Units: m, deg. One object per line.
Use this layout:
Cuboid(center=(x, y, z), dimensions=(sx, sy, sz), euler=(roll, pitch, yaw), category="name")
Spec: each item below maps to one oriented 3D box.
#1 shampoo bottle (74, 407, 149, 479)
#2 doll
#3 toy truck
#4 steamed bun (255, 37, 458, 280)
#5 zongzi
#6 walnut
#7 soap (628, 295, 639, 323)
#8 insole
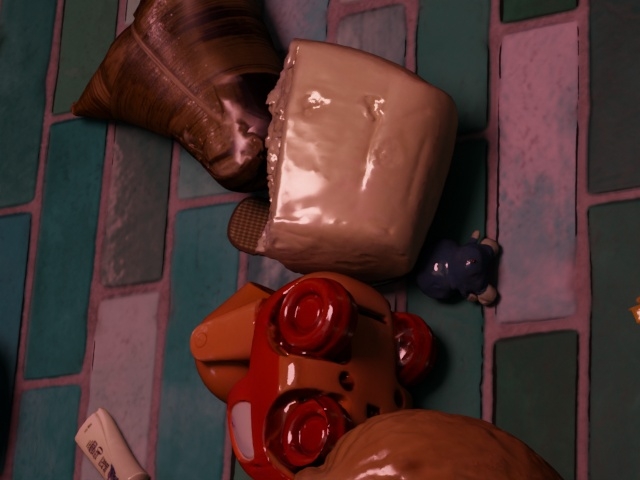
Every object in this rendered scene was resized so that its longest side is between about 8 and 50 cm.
Cuboid(center=(-0.216, 0.246, 1.941), dimensions=(0.049, 0.034, 0.141), euler=(-44, 56, 4), category="shampoo bottle")
Cuboid(center=(0.135, 0.024, 1.799), dimensions=(0.083, 0.050, 0.076), euler=(-4, 66, 33), category="doll")
Cuboid(center=(-0.021, 0.156, 1.768), dimensions=(0.239, 0.189, 0.265), euler=(-18, 62, 36), category="toy truck")
Cuboid(center=(0.026, -0.066, 1.824), dimensions=(0.200, 0.170, 0.226), euler=(17, 77, 6), category="steamed bun")
Cuboid(center=(-0.160, -0.135, 2.007), dimensions=(0.288, 0.134, 0.286), euler=(-38, 60, 30), category="zongzi")
Cuboid(center=(0.093, 0.302, 1.546), dimensions=(0.332, 0.333, 0.333), euler=(-12, 66, 28), category="walnut")
Cuboid(center=(0.450, 0.089, 1.547), dimensions=(0.324, 0.096, 0.204), euler=(-24, 60, 23), category="soap")
Cuboid(center=(0.000, 0.000, 1.918), dimensions=(0.253, 0.005, 0.086), euler=(11, 78, 35), category="insole")
